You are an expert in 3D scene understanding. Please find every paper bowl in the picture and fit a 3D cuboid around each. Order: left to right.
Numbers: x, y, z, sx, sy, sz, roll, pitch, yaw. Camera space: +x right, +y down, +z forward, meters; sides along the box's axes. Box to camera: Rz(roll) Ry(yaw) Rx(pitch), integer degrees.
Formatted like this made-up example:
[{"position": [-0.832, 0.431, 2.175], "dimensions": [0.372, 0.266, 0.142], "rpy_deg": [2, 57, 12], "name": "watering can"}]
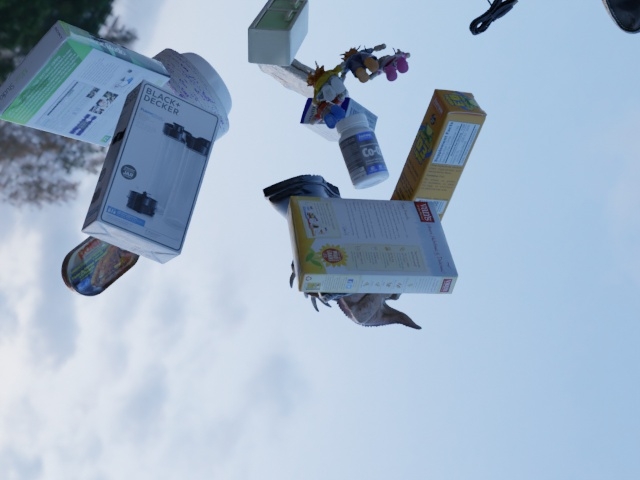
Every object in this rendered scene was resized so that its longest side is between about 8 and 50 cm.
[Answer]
[{"position": [-0.353, -0.399, 2.644], "dimensions": [0.148, 0.284, 0.284], "rpy_deg": [-40, -153, -16], "name": "paper bowl"}]

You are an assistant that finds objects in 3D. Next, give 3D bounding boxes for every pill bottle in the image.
[{"position": [0.081, -0.178, 1.928], "dimensions": [0.078, 0.078, 0.137], "rpy_deg": [-28, -103, 41], "name": "pill bottle"}]

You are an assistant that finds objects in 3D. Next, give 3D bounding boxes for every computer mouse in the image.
[{"position": [0.253, -0.459, 1.668], "dimensions": [0.106, 0.193, 0.042], "rpy_deg": [-36, -177, 28], "name": "computer mouse"}]

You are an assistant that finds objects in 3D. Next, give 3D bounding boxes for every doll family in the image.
[{"position": [0.060, -0.357, 2.053], "dimensions": [0.263, 0.118, 0.163], "rpy_deg": [-36, -161, 2], "name": "doll family"}]

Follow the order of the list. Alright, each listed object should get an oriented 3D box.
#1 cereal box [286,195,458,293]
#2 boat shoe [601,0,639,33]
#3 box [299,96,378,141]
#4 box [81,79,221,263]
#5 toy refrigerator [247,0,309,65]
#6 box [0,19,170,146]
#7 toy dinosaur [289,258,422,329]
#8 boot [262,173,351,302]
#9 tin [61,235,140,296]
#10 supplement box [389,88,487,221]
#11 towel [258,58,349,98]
[{"position": [0.076, 0.007, 1.479], "dimensions": [0.173, 0.240, 0.047], "rpy_deg": [-100, -163, -46], "name": "cereal box"}, {"position": [0.580, -0.544, 1.868], "dimensions": [0.127, 0.340, 0.113], "rpy_deg": [6, -142, 28], "name": "boat shoe"}, {"position": [0.045, -0.290, 2.328], "dimensions": [0.137, 0.126, 0.072], "rpy_deg": [6, -103, 39], "name": "box"}, {"position": [-0.303, -0.124, 1.748], "dimensions": [0.087, 0.169, 0.290], "rpy_deg": [-25, -135, 57], "name": "box"}, {"position": [-0.098, -0.510, 2.323], "dimensions": [0.269, 0.102, 0.094], "rpy_deg": [-72, 166, -60], "name": "toy refrigerator"}, {"position": [-0.494, -0.317, 2.015], "dimensions": [0.232, 0.322, 0.058], "rpy_deg": [-42, -112, 18], "name": "box"}, {"position": [0.067, 0.105, 1.995], "dimensions": [0.200, 0.296, 0.127], "rpy_deg": [-43, -169, -16], "name": "toy dinosaur"}, {"position": [0.000, 0.000, 1.687], "dimensions": [0.094, 0.246, 0.207], "rpy_deg": [-21, -102, 19], "name": "boot"}, {"position": [-0.453, 0.037, 1.999], "dimensions": [0.040, 0.106, 0.189], "rpy_deg": [2, -145, 45], "name": "tin"}, {"position": [0.192, -0.132, 1.600], "dimensions": [0.078, 0.080, 0.233], "rpy_deg": [-112, -145, -48], "name": "supplement box"}, {"position": [-0.050, -0.413, 2.475], "dimensions": [0.049, 0.282, 0.187], "rpy_deg": [-60, 173, -3], "name": "towel"}]
